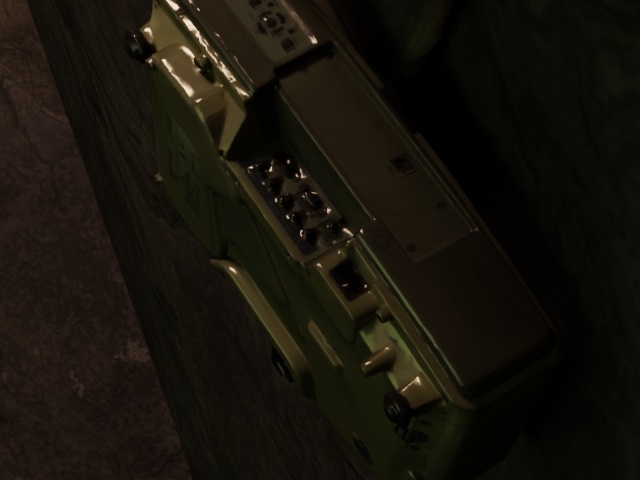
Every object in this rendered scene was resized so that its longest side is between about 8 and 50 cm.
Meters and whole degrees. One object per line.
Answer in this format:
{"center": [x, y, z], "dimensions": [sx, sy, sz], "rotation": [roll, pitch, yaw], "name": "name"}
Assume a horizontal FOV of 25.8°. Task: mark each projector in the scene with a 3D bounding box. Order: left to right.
{"center": [0.000, 0.000, 0.705], "dimensions": [0.269, 0.088, 0.193], "rotation": [54, 161, 21], "name": "projector"}

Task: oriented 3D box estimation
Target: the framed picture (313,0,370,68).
{"center": [-0.042, -0.132, 0.820], "dimensions": [0.335, 0.022, 0.247], "rotation": [61, 166, 0], "name": "framed picture"}

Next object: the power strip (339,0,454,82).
{"center": [-0.007, -0.185, 0.624], "dimensions": [0.198, 0.064, 0.213], "rotation": [108, 140, -67], "name": "power strip"}
